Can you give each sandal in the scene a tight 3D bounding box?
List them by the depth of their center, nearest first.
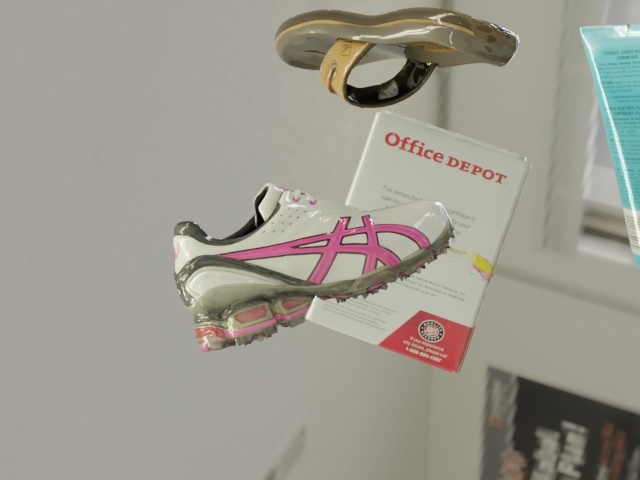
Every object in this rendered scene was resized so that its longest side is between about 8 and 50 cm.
[{"bbox_3d":[0.043,-0.117,0.937,0.090,0.219,0.060,9,-89,-40],"label":"sandal"}]

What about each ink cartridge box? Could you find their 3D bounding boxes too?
[{"bbox_3d":[0.079,-0.001,1.108,0.072,0.127,0.175,-13,-57,-81],"label":"ink cartridge box"}]

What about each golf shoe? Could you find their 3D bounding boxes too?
[{"bbox_3d":[0.000,0.000,0.842,0.186,0.067,0.086,-20,-89,-29],"label":"golf shoe"}]

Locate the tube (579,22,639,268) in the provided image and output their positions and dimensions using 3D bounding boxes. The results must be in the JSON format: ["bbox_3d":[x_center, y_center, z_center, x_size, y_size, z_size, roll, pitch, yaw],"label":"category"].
[{"bbox_3d":[0.265,-0.077,1.144,0.052,0.080,0.207,-41,-58,-51],"label":"tube"}]
